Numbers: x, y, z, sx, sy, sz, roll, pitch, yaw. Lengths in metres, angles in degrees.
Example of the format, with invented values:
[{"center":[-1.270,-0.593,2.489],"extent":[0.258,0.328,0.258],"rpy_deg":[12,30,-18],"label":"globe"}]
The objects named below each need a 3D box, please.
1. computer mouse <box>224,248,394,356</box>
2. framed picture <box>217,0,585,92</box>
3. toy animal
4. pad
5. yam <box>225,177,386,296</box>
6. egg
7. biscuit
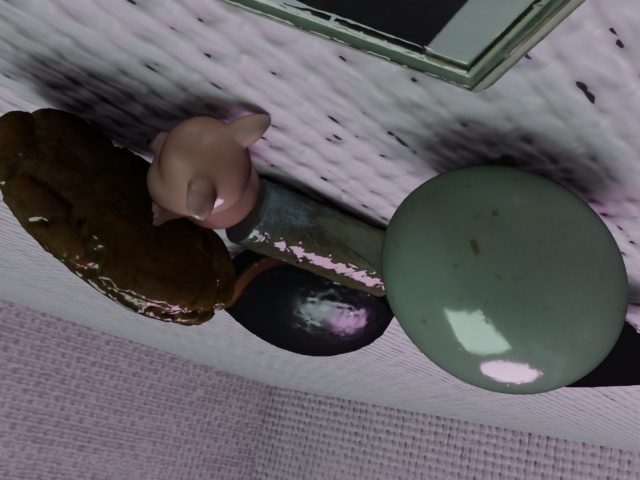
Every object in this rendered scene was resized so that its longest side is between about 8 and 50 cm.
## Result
[{"center":[-0.030,0.076,0.899],"extent":[0.183,0.116,0.323],"rpy_deg":[24,163,-16],"label":"computer mouse"},{"center":[0.019,-0.142,0.254],"extent":[0.231,0.018,0.293],"rpy_deg":[16,165,-10],"label":"framed picture"},{"center":[-0.081,-0.050,0.563],"extent":[0.089,0.083,0.150],"rpy_deg":[1,176,-1],"label":"toy animal"},{"center":[0.233,0.083,0.745],"extent":[0.243,0.004,0.164],"rpy_deg":[38,152,-19],"label":"pad"},{"center":[0.000,0.000,0.684],"extent":[0.169,0.068,0.068],"rpy_deg":[21,163,-27],"label":"yam"},{"center":[0.125,0.027,0.511],"extent":[0.192,0.149,0.149],"rpy_deg":[34,156,-33],"label":"egg"},{"center":[-0.152,-0.023,0.579],"extent":[0.226,0.042,0.226],"rpy_deg":[41,-165,-13],"label":"biscuit"}]
